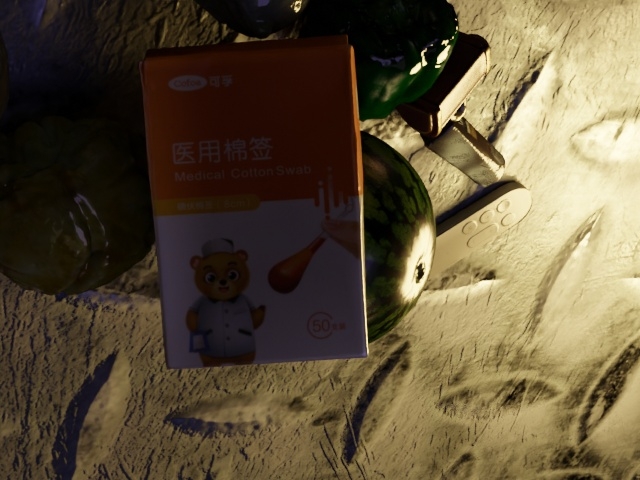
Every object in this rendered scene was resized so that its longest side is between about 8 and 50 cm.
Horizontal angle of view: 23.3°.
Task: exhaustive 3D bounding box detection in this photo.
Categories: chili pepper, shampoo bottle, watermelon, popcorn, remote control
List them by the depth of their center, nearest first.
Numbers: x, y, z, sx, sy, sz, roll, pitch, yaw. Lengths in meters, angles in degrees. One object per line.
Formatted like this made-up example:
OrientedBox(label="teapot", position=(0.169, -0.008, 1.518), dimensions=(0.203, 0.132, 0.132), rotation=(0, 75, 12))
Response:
OrientedBox(label="popcorn", position=(-0.278, -0.038, 1.745), dimensions=(0.221, 0.183, 0.204), rotation=(-21, 132, -27))
OrientedBox(label="chili pepper", position=(0.069, -0.250, 1.783), dimensions=(0.173, 0.165, 0.261), rotation=(-11, 157, -12))
OrientedBox(label="watermelon", position=(0.000, 0.000, 1.894), dimensions=(0.285, 0.285, 0.285), rotation=(-19, 136, -19))
OrientedBox(label="shampoo bottle", position=(0.169, -0.138, 2.056), dimensions=(0.063, 0.057, 0.207), rotation=(-37, 138, 17))
OrientedBox(label="remote control", position=(0.198, -0.005, 2.227), dimensions=(0.245, 0.022, 0.077), rotation=(-32, 137, -6))

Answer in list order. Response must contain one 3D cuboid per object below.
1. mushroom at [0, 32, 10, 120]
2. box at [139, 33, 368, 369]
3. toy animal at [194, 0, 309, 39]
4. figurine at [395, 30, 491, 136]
OrientedBox(label="mushroom", position=(-0.423, -0.096, 1.562), dimensions=(0.292, 0.217, 0.212), rotation=(-29, 142, -10))
OrientedBox(label="box", position=(-0.066, -0.044, 1.674), dimensions=(0.225, 0.143, 0.341), rotation=(-4, 99, 0))
OrientedBox(label="toy animal", position=(-0.026, -0.329, 1.704), dimensions=(0.251, 0.125, 0.127), rotation=(-41, 112, -22))
OrientedBox(label="figurine", position=(0.166, -0.198, 1.956), dimensions=(0.154, 0.082, 0.098), rotation=(-50, 141, -19))
